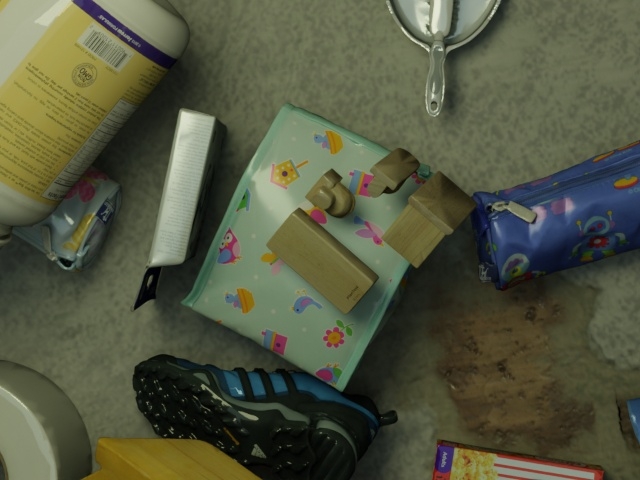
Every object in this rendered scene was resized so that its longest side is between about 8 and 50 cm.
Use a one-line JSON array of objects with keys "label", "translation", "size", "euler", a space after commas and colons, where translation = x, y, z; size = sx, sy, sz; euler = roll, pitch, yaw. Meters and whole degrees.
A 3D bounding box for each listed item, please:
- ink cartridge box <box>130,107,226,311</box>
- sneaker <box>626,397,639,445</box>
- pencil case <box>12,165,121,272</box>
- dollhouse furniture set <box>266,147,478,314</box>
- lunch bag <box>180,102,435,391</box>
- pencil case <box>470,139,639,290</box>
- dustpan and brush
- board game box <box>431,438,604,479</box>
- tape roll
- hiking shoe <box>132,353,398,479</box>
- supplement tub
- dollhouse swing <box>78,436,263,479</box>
[{"label": "ink cartridge box", "translation": [-0.153, -0.031, 1.753], "size": [0.045, 0.223, 0.224], "euler": [14, 92, -1]}, {"label": "sneaker", "translation": [0.426, 0.273, 1.777], "size": [0.090, 0.081, 0.232], "euler": [-21, 87, 12]}, {"label": "pencil case", "translation": [-0.366, -0.066, 1.824], "size": [0.273, 0.113, 0.124], "euler": [28, 68, 5]}, {"label": "dollhouse furniture set", "translation": [0.057, -0.018, 1.690], "size": [0.144, 0.123, 0.151], "euler": [41, 113, 4]}, {"label": "lunch bag", "translation": [0.000, 0.000, 1.774], "size": [0.223, 0.160, 0.262], "euler": [28, 98, 5]}, {"label": "pencil case", "translation": [0.311, -0.040, 1.761], "size": [0.306, 0.133, 0.119], "euler": [-18, 60, 4]}, {"label": "dustpan and brush", "translation": [0.138, -0.245, 1.807], "size": [0.147, 0.060, 0.211], "euler": [4, 91, 5]}, {"label": "board game box", "translation": [0.219, 0.318, 1.813], "size": [0.193, 0.045, 0.147], "euler": [8, 91, 5]}, {"label": "tape roll", "translation": [-0.399, 0.264, 1.803], "size": [0.246, 0.169, 0.246], "euler": [0, 91, 6]}, {"label": "hiking shoe", "translation": [-0.074, 0.199, 1.814], "size": [0.304, 0.132, 0.113], "euler": [19, 119, 24]}, {"label": "supplement tub", "translation": [-0.322, -0.167, 1.646], "size": [0.241, 0.241, 0.331], "euler": [41, 97, 3]}, {"label": "dollhouse swing", "translation": [-0.076, 0.406, 1.745], "size": [0.315, 0.305, 0.347], "euler": [28, 114, 41]}]
